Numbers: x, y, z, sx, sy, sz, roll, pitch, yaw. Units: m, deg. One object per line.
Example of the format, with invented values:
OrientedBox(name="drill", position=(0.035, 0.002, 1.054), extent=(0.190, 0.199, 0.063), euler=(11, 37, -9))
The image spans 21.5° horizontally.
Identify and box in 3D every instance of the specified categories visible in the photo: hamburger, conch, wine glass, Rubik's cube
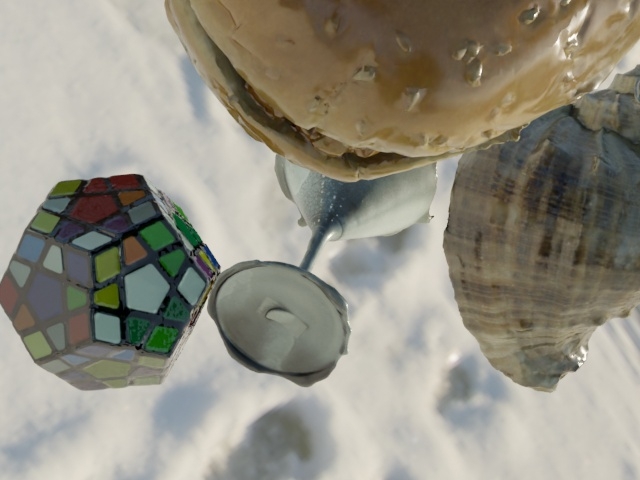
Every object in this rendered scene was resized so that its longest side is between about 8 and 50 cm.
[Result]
OrientedBox(name="hamburger", position=(0.054, -0.175, 0.841), extent=(0.283, 0.144, 0.259), euler=(-36, 90, -23))
OrientedBox(name="conch", position=(0.229, -0.017, 1.371), extent=(0.210, 0.159, 0.291), euler=(20, 82, -42))
OrientedBox(name="wine glass", position=(0.000, 0.000, 1.383), extent=(0.156, 0.156, 0.232), euler=(44, 38, -15))
OrientedBox(name="Rubik's cube", position=(-0.124, 0.025, 0.996), extent=(0.112, 0.133, 0.133), euler=(-16, 71, -55))
